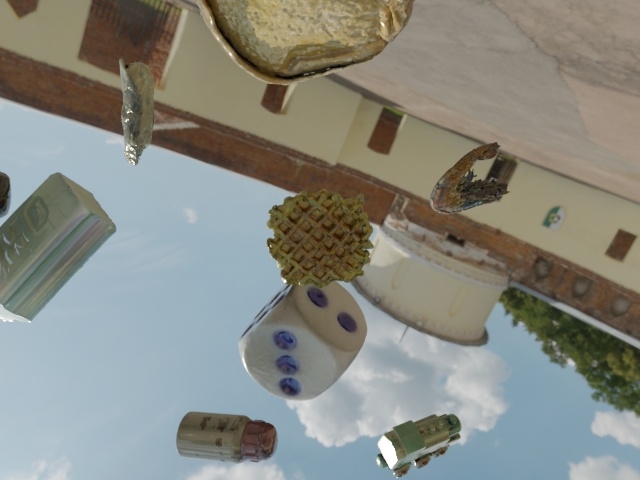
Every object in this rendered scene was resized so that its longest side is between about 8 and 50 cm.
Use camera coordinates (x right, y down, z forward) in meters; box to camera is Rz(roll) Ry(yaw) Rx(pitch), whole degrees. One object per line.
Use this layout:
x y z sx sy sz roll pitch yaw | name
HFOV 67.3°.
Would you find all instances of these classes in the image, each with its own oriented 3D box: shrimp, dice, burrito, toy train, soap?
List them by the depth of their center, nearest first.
-0.538 0.022 0.903 0.173 0.289 0.095 40 176 37 | soap
-0.380 -0.259 0.994 0.058 0.229 0.063 22 -142 10 | burrito
0.208 0.413 0.994 0.194 0.125 0.080 -12 -131 -25 | toy train
0.414 -0.163 1.249 0.291 0.222 0.054 -7 -134 -32 | shrimp
-0.049 0.259 1.317 0.251 0.259 0.243 41 -149 -7 | dice

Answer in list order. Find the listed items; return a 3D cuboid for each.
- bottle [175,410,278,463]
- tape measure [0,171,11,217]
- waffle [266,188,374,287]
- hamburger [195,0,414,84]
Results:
-0.218 0.473 1.154 0.234 0.109 0.110 -1 -171 13 | bottle
-0.735 -0.101 0.946 0.202 0.134 0.223 10 -172 19 | tape measure
0.000 -0.001 1.104 0.246 0.254 0.052 -9 -155 -2 | waffle
-0.026 -0.288 0.480 0.286 0.243 0.146 17 -137 -32 | hamburger
